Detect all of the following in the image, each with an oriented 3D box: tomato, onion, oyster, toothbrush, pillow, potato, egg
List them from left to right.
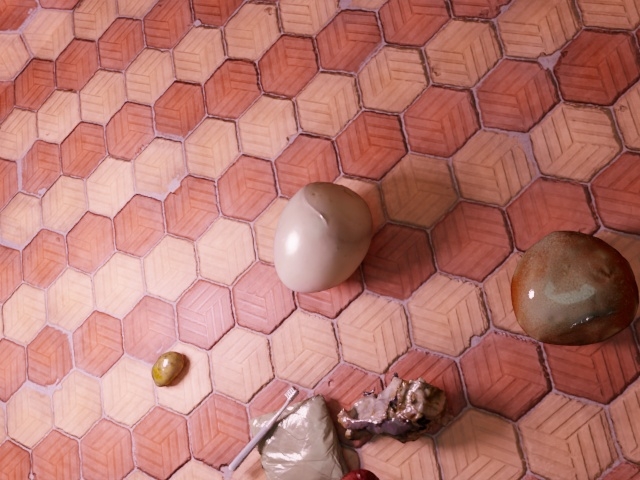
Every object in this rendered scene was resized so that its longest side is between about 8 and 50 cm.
[{"bbox_3d":[-0.520,0.434,1.865,0.091,0.070,0.138,43,97,23],"label":"potato"},{"bbox_3d":[-0.174,0.575,1.674,0.342,0.025,0.030,-53,52,9],"label":"toothbrush"},{"bbox_3d":[-0.068,0.636,1.656,0.274,0.076,0.280,-25,72,17],"label":"pillow"},{"bbox_3d":[0.000,0.000,1.639,0.283,0.283,0.345,34,108,22],"label":"egg"},{"bbox_3d":[0.111,0.728,1.511,0.147,0.184,0.184,21,88,60],"label":"onion"},{"bbox_3d":[0.195,0.477,1.550,0.337,0.133,0.197,-17,101,32],"label":"oyster"},{"bbox_3d":[0.638,0.124,1.396,0.304,0.239,0.303,-6,74,21],"label":"tomato"}]
